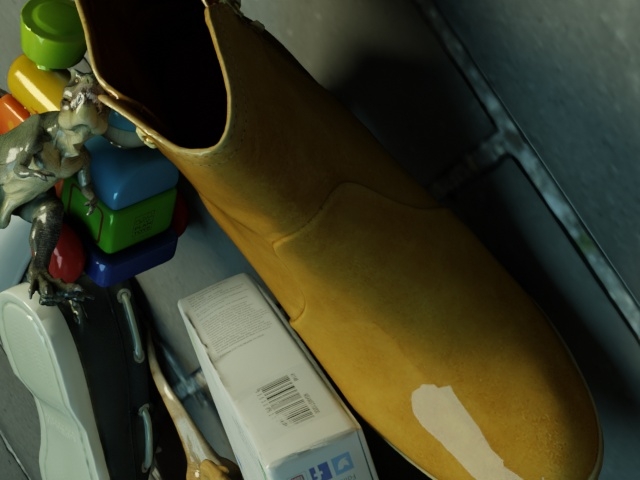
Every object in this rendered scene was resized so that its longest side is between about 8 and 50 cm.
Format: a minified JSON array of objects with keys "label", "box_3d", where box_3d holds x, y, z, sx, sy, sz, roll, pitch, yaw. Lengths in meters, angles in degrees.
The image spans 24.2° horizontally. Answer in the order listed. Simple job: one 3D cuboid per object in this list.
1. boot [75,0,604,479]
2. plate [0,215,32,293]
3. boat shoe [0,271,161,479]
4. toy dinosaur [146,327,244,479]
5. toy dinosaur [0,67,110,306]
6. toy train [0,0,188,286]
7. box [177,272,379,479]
[{"label":"boot","box_3d":[0.000,-0.001,0.671,0.295,0.104,0.211,51,-174,26]},{"label":"plate","box_3d":[-0.336,-0.081,1.260,0.278,0.045,0.277,56,151,7]},{"label":"boat shoe","box_3d":[-0.166,0.147,1.159,0.114,0.091,0.302,32,140,37]},{"label":"toy dinosaur","box_3d":[-0.079,0.169,1.076,0.112,0.064,0.211,-8,110,60]},{"label":"toy dinosaur","box_3d":[-0.192,-0.014,0.890,0.268,0.064,0.118,-20,71,42]},{"label":"toy train","box_3d":[-0.181,-0.097,0.961,0.248,0.105,0.143,43,137,27]},{"label":"box","box_3d":[0.012,0.201,0.882,0.232,0.058,0.322,-130,21,-65]}]
